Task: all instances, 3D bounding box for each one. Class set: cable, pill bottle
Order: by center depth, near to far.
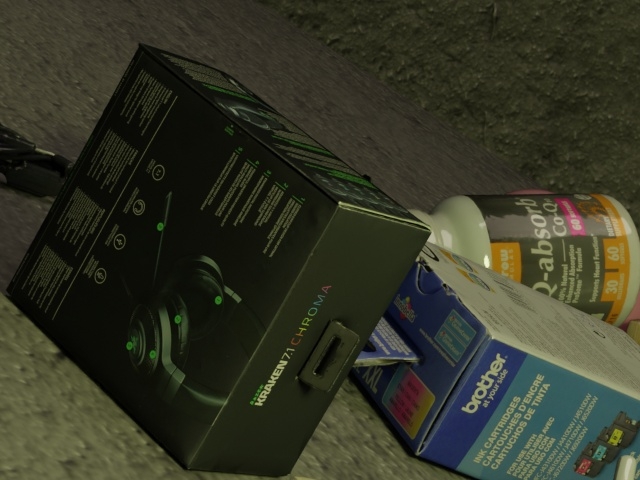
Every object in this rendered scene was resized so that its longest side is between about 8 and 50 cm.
[{"bbox_3d":[-0.336,-0.104,1.958,0.184,0.047,0.150,19,16,-41],"label":"cable"},{"bbox_3d":[0.204,0.029,2.167,0.278,0.162,0.162,-2,25,-22],"label":"pill bottle"}]

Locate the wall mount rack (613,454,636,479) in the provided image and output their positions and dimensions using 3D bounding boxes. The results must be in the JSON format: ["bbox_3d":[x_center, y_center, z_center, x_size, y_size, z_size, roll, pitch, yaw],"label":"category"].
[{"bbox_3d":[0.341,0.329,1.600,0.350,0.130,0.304,28,12,-12],"label":"wall mount rack"}]

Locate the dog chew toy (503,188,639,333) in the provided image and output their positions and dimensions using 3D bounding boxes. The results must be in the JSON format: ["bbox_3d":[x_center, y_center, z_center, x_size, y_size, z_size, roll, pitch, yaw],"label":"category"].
[{"bbox_3d":[0.321,0.079,2.450,0.332,0.207,0.206,34,9,-25],"label":"dog chew toy"}]

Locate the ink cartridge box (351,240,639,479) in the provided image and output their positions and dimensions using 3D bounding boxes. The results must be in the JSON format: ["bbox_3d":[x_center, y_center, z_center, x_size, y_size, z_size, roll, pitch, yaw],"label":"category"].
[{"bbox_3d":[0.184,0.137,1.962,0.395,0.151,0.270,25,12,-28],"label":"ink cartridge box"}]

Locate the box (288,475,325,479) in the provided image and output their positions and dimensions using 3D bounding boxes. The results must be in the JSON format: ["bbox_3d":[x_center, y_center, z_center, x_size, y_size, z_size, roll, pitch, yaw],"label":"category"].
[{"bbox_3d":[0.082,0.255,1.250,0.311,0.148,0.121,19,16,-49],"label":"box"}]

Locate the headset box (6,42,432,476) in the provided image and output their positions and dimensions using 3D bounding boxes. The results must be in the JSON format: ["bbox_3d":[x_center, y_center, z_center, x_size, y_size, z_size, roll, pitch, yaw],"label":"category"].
[{"bbox_3d":[-0.081,0.021,1.568,0.283,0.246,0.131,38,15,36],"label":"headset box"}]

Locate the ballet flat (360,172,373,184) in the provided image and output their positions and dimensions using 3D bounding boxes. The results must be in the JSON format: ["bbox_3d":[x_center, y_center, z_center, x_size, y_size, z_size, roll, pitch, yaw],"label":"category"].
[{"bbox_3d":[0.034,-0.067,2.684,0.057,0.049,0.173,31,12,6],"label":"ballet flat"}]

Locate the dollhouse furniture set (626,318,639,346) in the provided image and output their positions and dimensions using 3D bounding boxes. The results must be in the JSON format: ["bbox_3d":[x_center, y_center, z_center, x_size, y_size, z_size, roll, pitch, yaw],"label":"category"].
[{"bbox_3d":[0.599,0.265,2.325,0.394,0.257,0.362,0,16,-34],"label":"dollhouse furniture set"}]
